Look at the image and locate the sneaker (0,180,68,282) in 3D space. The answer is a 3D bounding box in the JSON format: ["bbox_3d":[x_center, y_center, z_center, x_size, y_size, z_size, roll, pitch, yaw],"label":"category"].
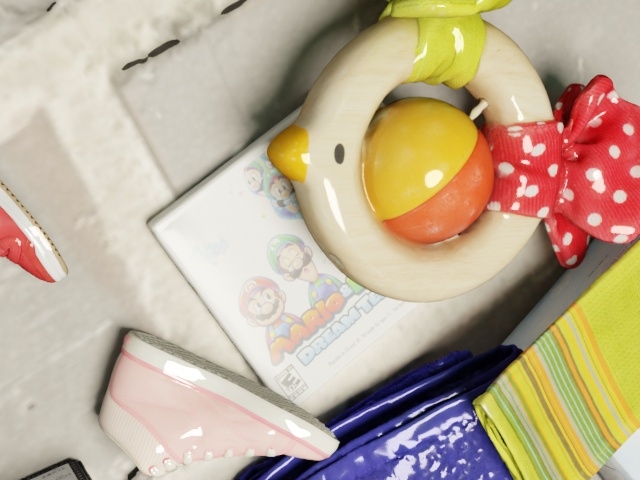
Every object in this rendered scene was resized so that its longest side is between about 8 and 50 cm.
[{"bbox_3d":[-0.189,-0.008,0.569,0.067,0.042,0.118,-45,104,-16],"label":"sneaker"}]

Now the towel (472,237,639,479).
[{"bbox_3d":[0.194,0.055,0.666,0.237,0.021,0.102,-41,119,-16],"label":"towel"}]

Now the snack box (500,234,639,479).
[{"bbox_3d":[0.245,0.088,0.752,0.174,0.070,0.207,-47,110,-11],"label":"snack box"}]

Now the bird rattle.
[{"bbox_3d":[0.078,-0.058,0.641,0.207,0.143,0.253,-46,125,-11],"label":"bird rattle"}]

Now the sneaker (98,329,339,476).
[{"bbox_3d":[-0.061,0.109,0.626,0.134,0.051,0.070,26,88,-4],"label":"sneaker"}]

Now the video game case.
[{"bbox_3d":[0.000,0.000,0.663,0.157,0.019,0.143,-39,110,-14],"label":"video game case"}]

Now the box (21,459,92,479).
[{"bbox_3d":[-0.213,0.271,0.588,0.270,0.060,0.216,-23,106,-19],"label":"box"}]

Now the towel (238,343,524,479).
[{"bbox_3d":[0.075,0.240,0.704,0.228,0.076,0.308,-27,107,-11],"label":"towel"}]
